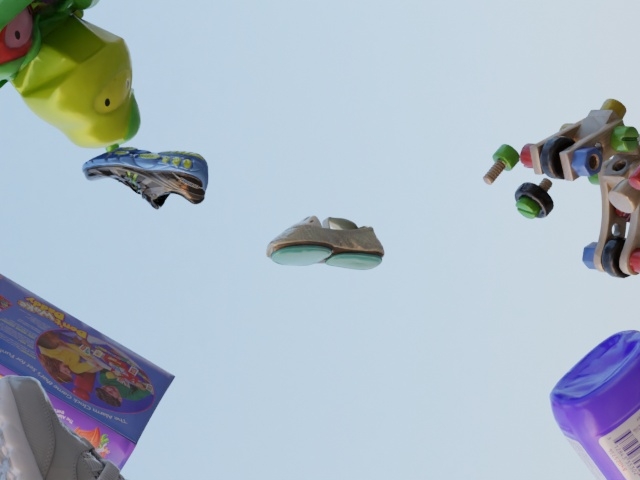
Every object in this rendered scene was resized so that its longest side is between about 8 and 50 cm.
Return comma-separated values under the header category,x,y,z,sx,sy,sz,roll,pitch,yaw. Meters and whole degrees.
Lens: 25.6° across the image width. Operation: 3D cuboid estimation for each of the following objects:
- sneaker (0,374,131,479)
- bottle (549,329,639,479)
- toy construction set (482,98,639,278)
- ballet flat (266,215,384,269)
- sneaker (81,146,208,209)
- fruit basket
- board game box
category,x,y,z,sx,sy,sz,roll,pitch,yaw
sneaker,-0.142,0.209,0.992,0.115,0.281,0.105,-26,-18,-28
bottle,0.320,0.214,1.233,0.118,0.092,0.283,-41,-77,-10
toy construction set,0.431,-0.115,1.919,0.257,0.309,0.237,44,-109,-6
ballet flat,0.000,0.000,1.479,0.168,0.057,0.052,8,-121,-48
sneaker,-0.230,-0.078,1.822,0.067,0.188,0.078,-37,-51,-58
fruit basket,-0.390,-0.303,2.060,0.392,0.283,0.392,13,-123,-22
board game box,-0.392,0.174,1.956,0.078,0.347,0.233,-58,3,18
